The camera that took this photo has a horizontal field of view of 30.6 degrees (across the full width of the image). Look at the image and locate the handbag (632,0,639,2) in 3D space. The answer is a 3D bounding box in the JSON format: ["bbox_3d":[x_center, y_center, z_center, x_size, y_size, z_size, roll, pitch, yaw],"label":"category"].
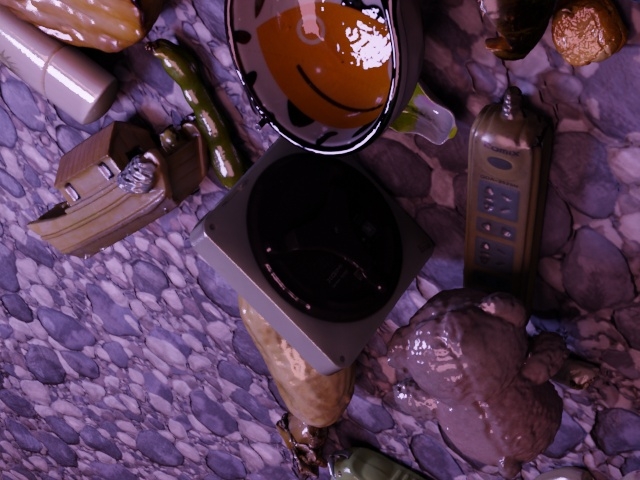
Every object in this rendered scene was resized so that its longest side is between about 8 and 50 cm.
[{"bbox_3d":[0.282,-0.355,1.085,0.229,0.062,0.179,42,139,-3],"label":"handbag"}]

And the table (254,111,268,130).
[{"bbox_3d":[-0.045,-0.187,1.503,0.070,0.082,0.083,17,136,26],"label":"table"}]

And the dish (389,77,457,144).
[{"bbox_3d":[0.113,-0.172,1.422,0.137,0.039,0.091,32,139,12],"label":"dish"}]

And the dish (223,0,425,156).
[{"bbox_3d":[0.022,-0.245,1.329,0.303,0.120,0.303,23,126,37],"label":"dish"}]

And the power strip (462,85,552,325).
[{"bbox_3d":[0.227,-0.029,1.449,0.092,0.066,0.388,18,137,22],"label":"power strip"}]

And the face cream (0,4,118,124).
[{"bbox_3d":[-0.443,-0.293,1.713,0.348,0.081,0.173,37,166,3],"label":"face cream"}]

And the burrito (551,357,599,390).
[{"bbox_3d":[0.289,0.159,1.605,0.185,0.041,0.045,22,180,21],"label":"burrito"}]

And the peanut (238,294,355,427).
[{"bbox_3d":[-0.028,0.148,1.789,0.147,0.147,0.319,1,123,39],"label":"peanut"}]

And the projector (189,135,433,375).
[{"bbox_3d":[0.000,0.000,1.508,0.259,0.257,0.079,46,143,-8],"label":"projector"}]

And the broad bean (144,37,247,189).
[{"bbox_3d":[-0.164,-0.177,1.638,0.052,0.052,0.256,29,151,60],"label":"broad bean"}]

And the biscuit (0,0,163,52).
[{"bbox_3d":[-0.337,-0.366,1.515,0.296,0.102,0.296,21,156,10],"label":"biscuit"}]

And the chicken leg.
[{"bbox_3d":[-0.029,0.352,2.021,0.196,0.080,0.125,113,143,-71],"label":"chicken leg"}]

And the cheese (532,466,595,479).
[{"bbox_3d":[0.342,0.388,1.788,0.192,0.037,0.097,-14,116,46],"label":"cheese"}]

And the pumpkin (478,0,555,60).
[{"bbox_3d":[0.176,-0.283,1.197,0.183,0.119,0.107,43,131,-2],"label":"pumpkin"}]

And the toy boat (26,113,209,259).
[{"bbox_3d":[-0.332,-0.080,1.812,0.162,0.136,0.445,54,141,-9],"label":"toy boat"}]

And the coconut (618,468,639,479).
[{"bbox_3d":[0.465,0.413,1.537,0.230,0.227,0.227,10,153,-28],"label":"coconut"}]

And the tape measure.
[{"bbox_3d":[0.089,0.429,2.000,0.177,0.087,0.154,29,141,17],"label":"tape measure"}]

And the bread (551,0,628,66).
[{"bbox_3d":[0.280,-0.222,1.227,0.083,0.046,0.081,35,137,9],"label":"bread"}]

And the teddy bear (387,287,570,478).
[{"bbox_3d":[0.204,0.175,1.504,0.236,0.151,0.267,-25,115,17],"label":"teddy bear"}]
